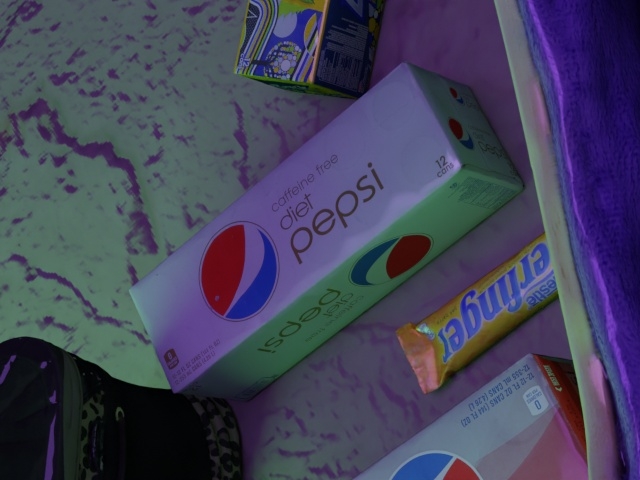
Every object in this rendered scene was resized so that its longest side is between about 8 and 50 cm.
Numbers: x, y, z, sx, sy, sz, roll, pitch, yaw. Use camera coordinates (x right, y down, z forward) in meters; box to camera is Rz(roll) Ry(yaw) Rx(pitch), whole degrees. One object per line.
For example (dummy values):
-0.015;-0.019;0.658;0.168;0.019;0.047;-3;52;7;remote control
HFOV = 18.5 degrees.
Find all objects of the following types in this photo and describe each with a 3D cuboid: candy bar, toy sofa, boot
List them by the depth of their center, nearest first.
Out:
0.196;-0.026;0.867;0.150;0.177;0.362;-20;71;32;toy sofa
0.106;0.021;1.019;0.161;0.018;0.040;-39;63;25;candy bar
-0.115;0.178;1.050;0.085;0.178;0.236;-3;79;31;boot

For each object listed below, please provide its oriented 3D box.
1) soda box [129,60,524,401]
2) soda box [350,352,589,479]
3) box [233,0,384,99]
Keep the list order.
0.000;0.000;1.065;0.216;0.069;0.074;-38;63;24;soda box
0.047;0.164;0.999;0.263;0.083;0.092;-38;63;24;soda box
0.004;-0.167;1.097;0.059;0.054;0.169;11;89;35;box
